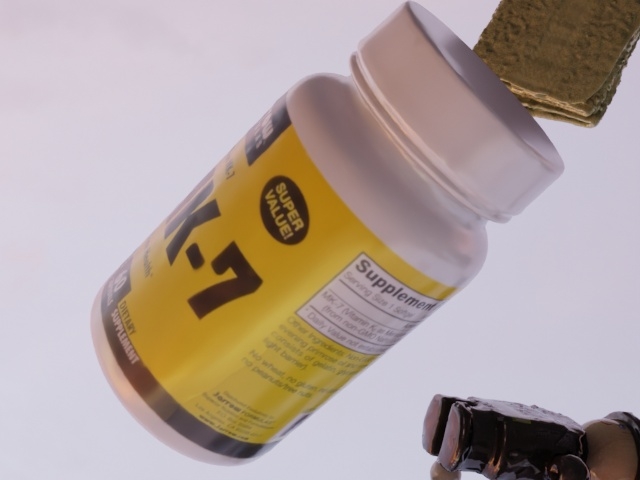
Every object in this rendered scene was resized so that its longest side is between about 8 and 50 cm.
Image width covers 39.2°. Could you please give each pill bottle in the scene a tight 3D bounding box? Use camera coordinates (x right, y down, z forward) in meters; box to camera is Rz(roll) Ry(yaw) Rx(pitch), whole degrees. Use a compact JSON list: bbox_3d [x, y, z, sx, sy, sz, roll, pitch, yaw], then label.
[{"bbox_3d":[0.000,0.000,0.416,0.119,0.208,0.119,39,-158,-19],"label":"pill bottle"}]

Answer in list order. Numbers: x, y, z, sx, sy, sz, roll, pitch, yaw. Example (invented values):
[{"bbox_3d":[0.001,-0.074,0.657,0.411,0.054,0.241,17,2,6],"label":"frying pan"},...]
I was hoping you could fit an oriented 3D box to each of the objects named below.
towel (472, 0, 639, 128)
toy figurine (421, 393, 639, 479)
[{"bbox_3d":[0.175,-0.152,0.645,0.110,0.027,0.148,23,-104,26],"label":"towel"},{"bbox_3d":[0.113,0.213,0.532,0.148,0.209,0.213,12,-134,-18],"label":"toy figurine"}]
